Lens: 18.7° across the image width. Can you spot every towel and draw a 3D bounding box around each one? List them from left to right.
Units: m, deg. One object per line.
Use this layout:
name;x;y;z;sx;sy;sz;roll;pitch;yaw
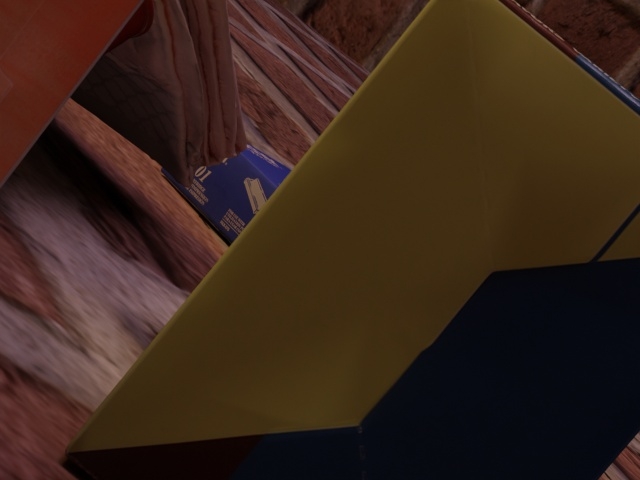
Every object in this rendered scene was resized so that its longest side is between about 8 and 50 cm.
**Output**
towel;-0.180;-0.185;0.927;0.332;0.053;0.317;37;-17;16

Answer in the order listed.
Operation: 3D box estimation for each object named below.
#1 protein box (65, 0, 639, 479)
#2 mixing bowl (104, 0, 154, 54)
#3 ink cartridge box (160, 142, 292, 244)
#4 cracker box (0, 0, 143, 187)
protein box;0.041;0.023;0.688;0.136;0.200;0.201;39;7;0
mixing bowl;-0.169;-0.118;0.806;0.181;0.098;0.181;37;-17;13
ink cartridge box;0.000;0.000;1.207;0.207;0.046;0.097;30;11;-50
cracker box;-0.121;-0.069;0.630;0.067;0.155;0.232;37;8;-16
